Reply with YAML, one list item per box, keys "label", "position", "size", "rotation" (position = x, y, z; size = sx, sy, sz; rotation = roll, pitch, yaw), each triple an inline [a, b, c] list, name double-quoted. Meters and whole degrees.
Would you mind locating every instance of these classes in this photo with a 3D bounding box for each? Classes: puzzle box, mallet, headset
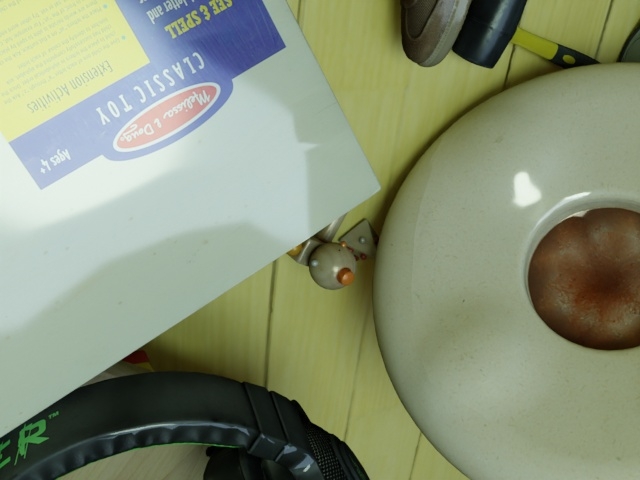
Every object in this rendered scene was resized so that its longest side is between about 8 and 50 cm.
- label: "puzzle box"
  position: [-0.195, -0.035, 0.421]
  size: [0.409, 0.052, 0.272]
  rotation: [-32, 112, -10]
- label: "mallet"
  position: [0.178, -0.147, 0.659]
  size: [0.190, 0.039, 0.062]
  rotation: [16, 110, -43]
- label: "headset"
  position: [-0.061, 0.212, 0.576]
  size: [0.394, 0.185, 0.243]
  rotation: [33, 106, -31]

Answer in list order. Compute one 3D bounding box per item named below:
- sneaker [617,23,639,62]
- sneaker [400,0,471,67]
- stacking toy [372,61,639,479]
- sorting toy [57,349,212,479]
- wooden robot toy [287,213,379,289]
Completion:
- label: "sneaker"
  position: [0.365, -0.184, 0.717]
  size: [0.163, 0.086, 0.226]
  rotation: [7, 117, -35]
- label: "sneaker"
  position: [0.067, -0.211, 0.534]
  size: [0.071, 0.066, 0.188]
  rotation: [4, 113, -16]
- label: "stacking toy"
  position: [0.269, 0.094, 0.755]
  size: [0.350, 0.350, 0.480]
  rotation: [-43, 152, 0]
- label: "sorting toy"
  position: [-0.176, 0.195, 0.623]
  size: [0.255, 0.089, 0.257]
  rotation: [30, 102, -42]
- label: "wooden robot toy"
  position: [0.000, 0.000, 0.611]
  size: [0.173, 0.079, 0.076]
  rotation: [19, 109, -40]
